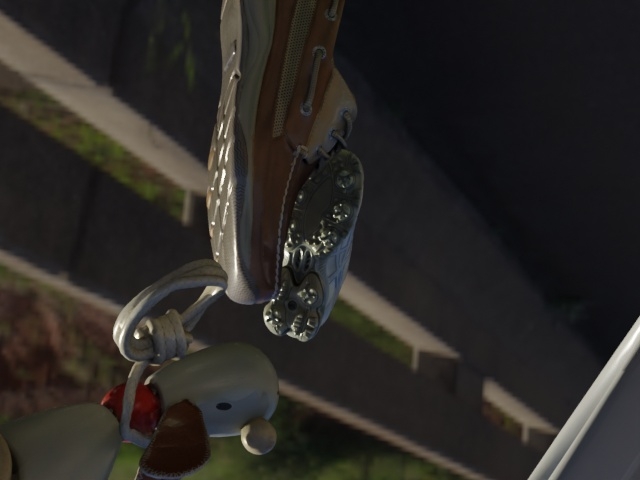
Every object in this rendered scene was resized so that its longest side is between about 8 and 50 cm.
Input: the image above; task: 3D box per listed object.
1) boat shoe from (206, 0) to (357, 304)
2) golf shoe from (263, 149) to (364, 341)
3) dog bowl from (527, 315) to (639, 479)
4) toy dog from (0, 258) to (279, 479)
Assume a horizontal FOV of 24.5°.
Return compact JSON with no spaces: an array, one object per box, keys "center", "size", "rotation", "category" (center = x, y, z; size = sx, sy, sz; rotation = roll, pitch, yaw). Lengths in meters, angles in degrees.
[{"center":[-0.025,-0.107,1.214],"size":[0.116,0.324,0.123],"rotation":[7,171,-13],"category":"boat shoe"},{"center":[0.000,0.000,1.306],"size":[0.069,0.176,0.086],"rotation":[23,-166,17],"category":"golf shoe"},{"center":[0.117,0.131,0.559],"size":[0.104,0.265,0.265],"rotation":[34,172,10],"category":"dog bowl"},{"center":[-0.155,0.181,1.024],"size":[0.333,0.161,0.220],"rotation":[-30,156,-14],"category":"toy dog"}]
